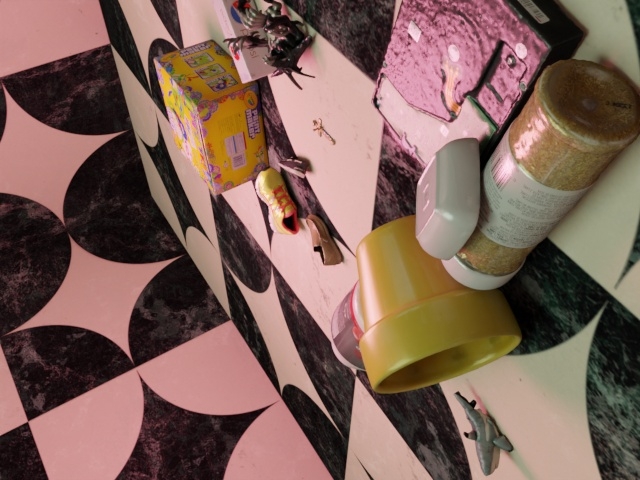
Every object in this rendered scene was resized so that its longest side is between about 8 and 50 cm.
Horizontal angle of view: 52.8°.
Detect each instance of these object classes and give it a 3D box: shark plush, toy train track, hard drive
[{"bbox_3d":[0.310,0.371,1.257,0.161,0.067,0.073,66,160,-4],"label":"shark plush"},{"bbox_3d":[0.003,-0.231,1.385,0.083,0.014,0.048,50,155,32],"label":"toy train track"},{"bbox_3d":[0.187,-0.226,0.878,0.237,0.064,0.339,56,157,21],"label":"hard drive"}]

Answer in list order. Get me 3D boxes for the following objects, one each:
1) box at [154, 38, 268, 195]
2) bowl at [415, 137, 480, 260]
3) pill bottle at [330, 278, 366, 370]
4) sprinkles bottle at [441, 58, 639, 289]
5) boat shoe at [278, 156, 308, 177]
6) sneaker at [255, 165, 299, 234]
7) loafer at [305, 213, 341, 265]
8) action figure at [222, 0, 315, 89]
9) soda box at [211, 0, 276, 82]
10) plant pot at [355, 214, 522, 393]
[{"bbox_3d":[-0.292,-0.335,1.744,0.279,0.177,0.290,48,154,37],"label":"box"},{"bbox_3d":[0.165,-0.056,0.861,0.142,0.053,0.142,111,166,-64],"label":"bowl"},{"bbox_3d":[0.118,0.173,1.340,0.176,0.176,0.318,59,159,14],"label":"pill bottle"},{"bbox_3d":[0.257,-0.061,0.815,0.121,0.121,0.355,56,158,20],"label":"sprinkles bottle"},{"bbox_3d":[-0.066,-0.184,1.571,0.046,0.038,0.125,27,-178,-27],"label":"boat shoe"},{"bbox_3d":[-0.102,-0.102,1.711,0.094,0.081,0.209,26,144,49],"label":"sneaker"},{"bbox_3d":[0.000,0.000,1.603,0.148,0.050,0.056,58,158,16],"label":"loafer"},{"bbox_3d":[-0.118,-0.425,1.284,0.164,0.140,0.276,-32,82,58],"label":"action figure"},{"bbox_3d":[-0.173,-0.471,1.449,0.069,0.073,0.216,14,127,64],"label":"soda box"},{"bbox_3d":[0.168,0.098,1.071,0.254,0.253,0.239,108,147,-61],"label":"plant pot"}]
